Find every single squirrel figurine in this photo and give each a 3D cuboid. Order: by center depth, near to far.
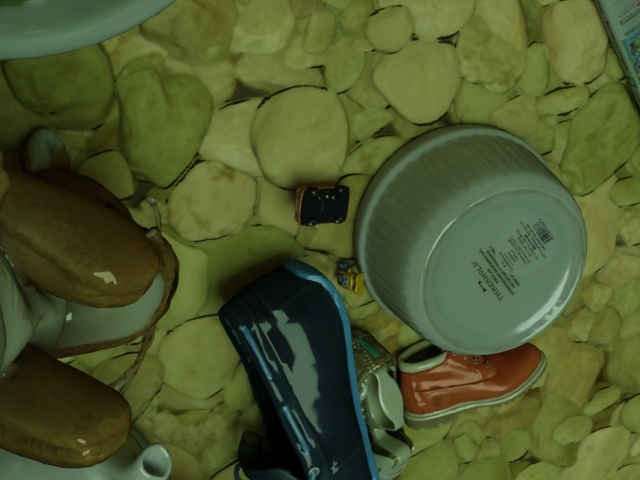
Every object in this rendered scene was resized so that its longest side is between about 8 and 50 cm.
[{"bbox_3d":[-0.291,0.025,0.779,0.397,0.370,0.281,5,106,14],"label":"squirrel figurine"}]

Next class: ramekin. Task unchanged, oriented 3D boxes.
[{"bbox_3d":[0.143,0.007,1.044,0.207,0.109,0.207,-8,117,-17],"label":"ramekin"}]

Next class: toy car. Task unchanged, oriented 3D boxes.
[{"bbox_3d":[0.000,0.000,1.024,0.060,0.040,0.122,-26,121,-32],"label":"toy car"}]

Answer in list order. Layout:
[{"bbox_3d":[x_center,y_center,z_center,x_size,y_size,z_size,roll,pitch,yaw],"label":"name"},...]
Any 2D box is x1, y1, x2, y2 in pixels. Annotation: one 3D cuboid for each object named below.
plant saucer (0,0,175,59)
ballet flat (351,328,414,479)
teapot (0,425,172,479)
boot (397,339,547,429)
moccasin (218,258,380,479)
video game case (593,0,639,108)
[{"bbox_3d":[-0.218,-0.315,0.717,0.400,0.100,0.400,-1,121,-1],"label":"plant saucer"},{"bbox_3d":[0.055,0.182,1.114,0.073,0.067,0.206,-34,126,-27],"label":"ballet flat"},{"bbox_3d":[-0.233,0.281,0.986,0.252,0.187,0.256,-19,121,-11],"label":"teapot"},{"bbox_3d":[0.150,0.124,1.136,0.158,0.059,0.085,-19,115,-10],"label":"boot"},{"bbox_3d":[-0.029,0.186,1.062,0.116,0.137,0.342,-20,108,-25],"label":"moccasin"},{"bbox_3d":[0.360,-0.236,1.061,0.212,0.023,0.193,-36,122,-3],"label":"video game case"}]
